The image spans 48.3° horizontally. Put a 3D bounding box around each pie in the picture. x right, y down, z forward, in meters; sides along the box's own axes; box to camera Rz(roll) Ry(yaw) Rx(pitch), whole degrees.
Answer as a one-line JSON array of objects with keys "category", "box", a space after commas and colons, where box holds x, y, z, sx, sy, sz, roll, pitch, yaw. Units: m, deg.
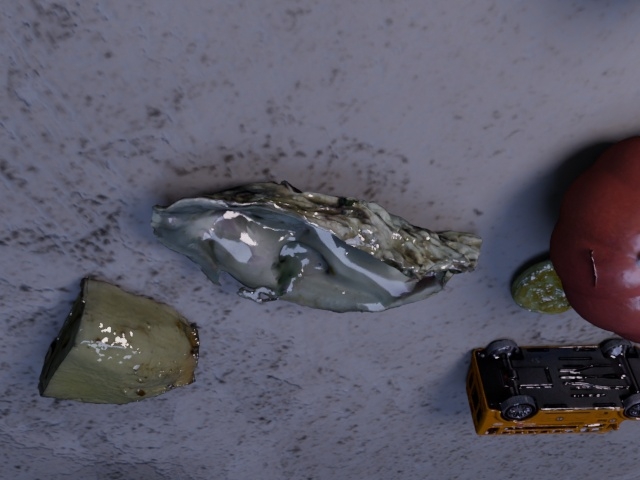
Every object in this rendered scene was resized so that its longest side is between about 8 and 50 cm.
[{"category": "pie", "box": [0.228, 0.043, 0.699, 0.084, 0.021, 0.084, -1, 136, -1]}]

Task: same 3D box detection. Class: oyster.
[{"category": "oyster", "box": [0.000, 0.003, 0.589, 0.252, 0.087, 0.199, -12, 143, 14]}]

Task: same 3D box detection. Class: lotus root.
[{"category": "lotus root", "box": [-0.186, 0.114, 0.682, 0.144, 0.070, 0.143, 14, 130, -19]}]

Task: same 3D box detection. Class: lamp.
[{"category": "lamp", "box": [0.278, -0.005, 0.591, 0.182, 0.140, 0.182, -3, 115, -6]}]

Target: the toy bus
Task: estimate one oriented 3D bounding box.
[{"category": "toy bus", "box": [0.261, 0.163, 0.773, 0.194, 0.083, 0.088, 0, 136, -4]}]
